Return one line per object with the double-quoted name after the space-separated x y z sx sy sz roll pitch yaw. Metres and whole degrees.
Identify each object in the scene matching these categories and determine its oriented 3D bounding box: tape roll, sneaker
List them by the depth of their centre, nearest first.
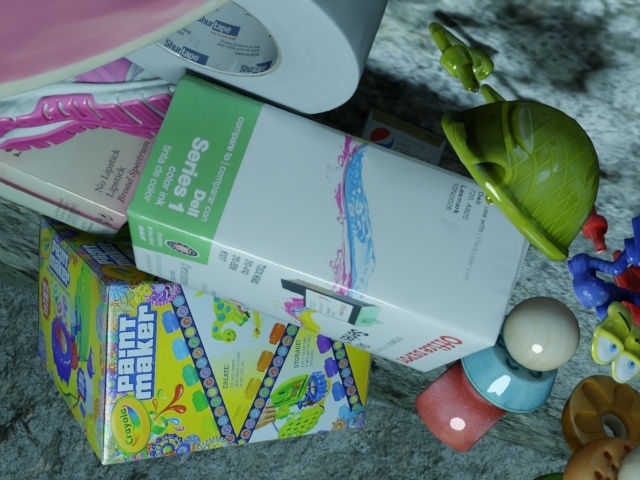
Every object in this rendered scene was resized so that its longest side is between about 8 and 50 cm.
-0.067 -0.167 0.614 0.219 0.072 0.219 18 164 6 "tape roll"
-0.173 -0.146 0.770 0.253 0.111 0.103 -4 169 1 "sneaker"

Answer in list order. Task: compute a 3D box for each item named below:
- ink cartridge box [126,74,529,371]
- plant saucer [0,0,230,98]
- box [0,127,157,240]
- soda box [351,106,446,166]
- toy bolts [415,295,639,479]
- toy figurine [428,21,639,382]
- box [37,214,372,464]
0.000 0.000 0.752 0.278 0.117 0.201 20 164 -4 "ink cartridge box"
-0.089 -0.137 0.327 0.084 0.332 0.332 62 161 2 "plant saucer"
-0.267 -0.117 0.885 0.232 0.148 0.127 24 164 -14 "box"
0.044 -0.048 0.886 0.074 0.069 0.216 22 165 -6 "soda box"
0.223 0.137 0.791 0.228 0.218 0.158 42 139 8 "toy bolts"
0.257 -0.041 0.624 0.217 0.191 0.362 -26 132 27 "toy figurine"
-0.134 0.080 1.014 0.279 0.176 0.290 -2 -165 -27 "box"
